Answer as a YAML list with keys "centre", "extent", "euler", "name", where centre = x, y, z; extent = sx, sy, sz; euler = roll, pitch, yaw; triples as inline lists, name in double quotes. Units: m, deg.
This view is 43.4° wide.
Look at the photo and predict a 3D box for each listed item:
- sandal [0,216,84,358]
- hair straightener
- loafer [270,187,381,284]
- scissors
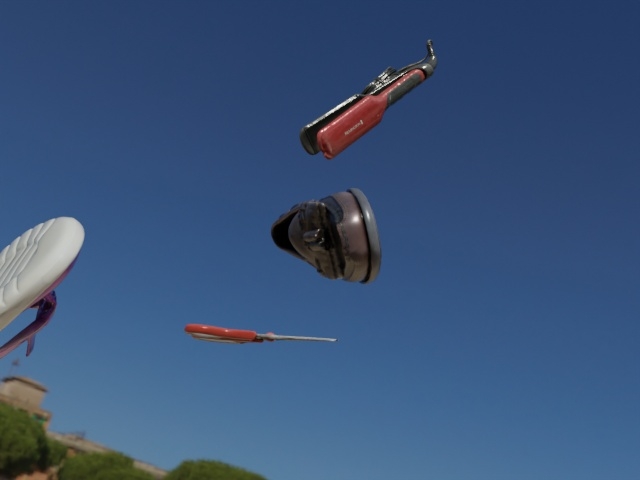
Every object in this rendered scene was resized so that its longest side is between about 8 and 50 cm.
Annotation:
- centre: [-0.411, 0.104, 1.028]
  extent: [0.416, 0.169, 0.102]
  euler: [-33, -57, 29]
  name: "sandal"
- centre: [0.059, -0.185, 1.014]
  extent: [0.089, 0.230, 0.047]
  euler: [19, -34, 53]
  name: "hair straightener"
- centre: [0.000, 0.000, 0.937]
  extent: [0.095, 0.109, 0.302]
  euler: [-11, 4, -7]
  name: "loafer"
- centre: [-0.098, 0.167, 1.391]
  extent: [0.296, 0.021, 0.109]
  euler: [1, -18, 17]
  name: "scissors"
